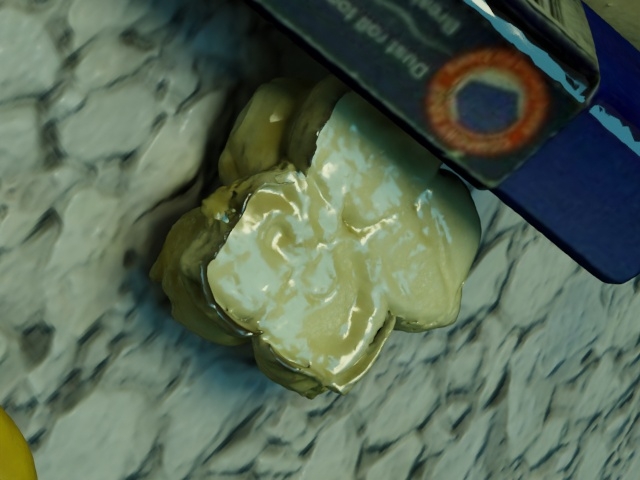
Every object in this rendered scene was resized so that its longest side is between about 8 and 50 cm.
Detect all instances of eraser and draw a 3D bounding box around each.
[{"bbox_3d":[0.074,-0.125,0.984,0.332,0.155,0.101,38,116,-20],"label":"eraser"}]

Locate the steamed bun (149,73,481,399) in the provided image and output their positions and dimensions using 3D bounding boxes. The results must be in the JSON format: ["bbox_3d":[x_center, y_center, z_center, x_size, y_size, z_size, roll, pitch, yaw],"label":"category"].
[{"bbox_3d":[0.000,0.000,1.042,0.192,0.106,0.177,40,76,-32],"label":"steamed bun"}]

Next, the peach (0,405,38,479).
[{"bbox_3d":[-0.225,0.134,0.863,0.179,0.103,0.179,-13,110,-38],"label":"peach"}]

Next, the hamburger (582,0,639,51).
[{"bbox_3d":[0.204,-0.252,1.117,0.300,0.176,0.300,-11,106,-41],"label":"hamburger"}]
